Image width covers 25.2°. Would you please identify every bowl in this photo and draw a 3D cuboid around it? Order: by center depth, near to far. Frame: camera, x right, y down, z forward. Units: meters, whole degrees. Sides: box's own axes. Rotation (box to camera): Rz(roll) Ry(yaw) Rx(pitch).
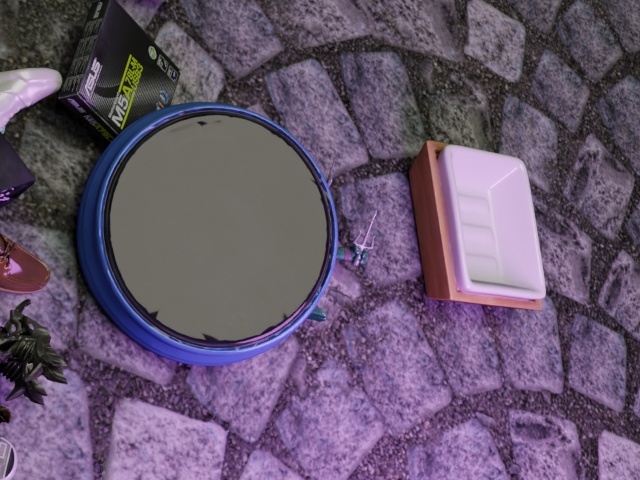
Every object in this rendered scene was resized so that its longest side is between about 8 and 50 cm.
[{"bbox_3d":[-0.156,-0.014,2.083,0.391,0.077,0.391,3,83,-22],"label":"bowl"}]

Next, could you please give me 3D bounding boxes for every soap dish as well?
[{"bbox_3d":[0.272,-0.017,2.514,0.229,0.118,0.290,8,67,-39],"label":"soap dish"}]

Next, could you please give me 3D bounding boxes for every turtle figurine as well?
[{"bbox_3d":[0.000,0.000,2.273,0.175,0.118,0.234,39,58,-43],"label":"turtle figurine"}]

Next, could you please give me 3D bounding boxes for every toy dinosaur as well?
[{"bbox_3d":[-0.442,0.171,1.760,0.218,0.164,0.321,-17,102,-27],"label":"toy dinosaur"}]

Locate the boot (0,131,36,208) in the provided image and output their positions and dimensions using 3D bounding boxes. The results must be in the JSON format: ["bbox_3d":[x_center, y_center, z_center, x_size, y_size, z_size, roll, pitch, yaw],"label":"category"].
[{"bbox_3d":[-0.506,-0.244,1.861,0.367,0.146,0.445,-32,81,-24],"label":"boot"}]

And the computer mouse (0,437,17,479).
[{"bbox_3d":[-0.478,0.264,1.807,0.193,0.042,0.106,25,52,-24],"label":"computer mouse"}]

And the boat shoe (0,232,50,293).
[{"bbox_3d":[-0.440,0.022,1.928,0.178,0.060,0.064,26,57,-30],"label":"boat shoe"}]

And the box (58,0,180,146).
[{"bbox_3d":[-0.296,-0.234,2.134,0.184,0.045,0.190,50,43,-44],"label":"box"}]

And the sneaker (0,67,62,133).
[{"bbox_3d":[-0.455,-0.183,2.001,0.212,0.080,0.094,-17,88,-33],"label":"sneaker"}]
